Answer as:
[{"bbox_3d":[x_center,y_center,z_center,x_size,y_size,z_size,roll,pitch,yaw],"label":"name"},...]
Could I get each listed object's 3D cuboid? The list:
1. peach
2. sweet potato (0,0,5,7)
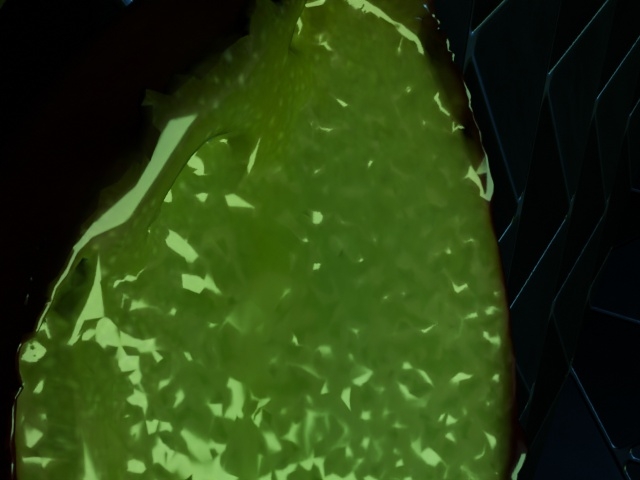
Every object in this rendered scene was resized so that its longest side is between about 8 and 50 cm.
[{"bbox_3d":[-0.062,0.043,0.564,0.258,0.201,0.361,12,81,-42],"label":"peach"},{"bbox_3d":[-0.132,-0.076,0.457,0.233,0.062,0.081,-70,164,2],"label":"sweet potato"}]
